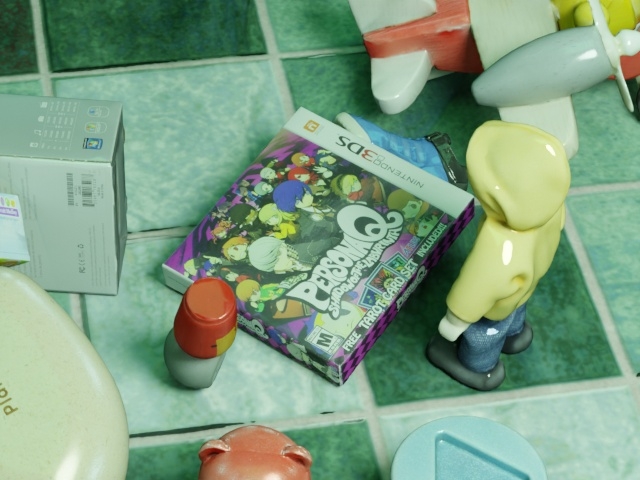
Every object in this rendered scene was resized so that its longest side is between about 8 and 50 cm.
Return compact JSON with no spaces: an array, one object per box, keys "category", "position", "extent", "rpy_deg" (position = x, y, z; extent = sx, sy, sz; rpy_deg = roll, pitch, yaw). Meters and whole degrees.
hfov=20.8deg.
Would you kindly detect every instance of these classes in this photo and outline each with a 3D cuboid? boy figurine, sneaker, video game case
[{"category":"boy figurine","position":[0.156,0.014,1.536],"extent":[0.092,0.285,0.177],"rpy_deg":[27,54,20]},{"category":"sneaker","position":[0.086,-0.089,1.780],"extent":[0.084,0.058,0.152],"rpy_deg":[-34,61,-24]},{"category":"video game case","position":[0.000,0.000,1.673],"extent":[0.210,0.042,0.232],"rpy_deg":[29,63,22]}]

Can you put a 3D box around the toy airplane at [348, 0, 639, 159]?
[{"category":"toy airplane","position":[0.215,-0.264,1.810],"extent":[0.386,0.272,0.384],"rpy_deg":[36,54,28]}]

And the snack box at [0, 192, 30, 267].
[{"category":"snack box","position":[-0.386,0.009,1.514],"extent":[0.207,0.174,0.070],"rpy_deg":[-14,82,18]}]

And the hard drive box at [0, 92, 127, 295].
[{"category":"hard drive box","position":[-0.301,-0.045,1.627],"extent":[0.232,0.181,0.089],"rpy_deg":[4,46,-1]}]

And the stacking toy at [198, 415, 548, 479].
[{"category":"stacking toy","position":[0.050,0.261,1.398],"extent":[0.309,0.130,0.279],"rpy_deg":[-4,47,-8]}]

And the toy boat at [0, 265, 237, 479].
[{"category":"toy boat","position":[-0.212,0.130,1.503],"extent":[0.318,0.148,0.267],"rpy_deg":[-23,69,-19]}]
